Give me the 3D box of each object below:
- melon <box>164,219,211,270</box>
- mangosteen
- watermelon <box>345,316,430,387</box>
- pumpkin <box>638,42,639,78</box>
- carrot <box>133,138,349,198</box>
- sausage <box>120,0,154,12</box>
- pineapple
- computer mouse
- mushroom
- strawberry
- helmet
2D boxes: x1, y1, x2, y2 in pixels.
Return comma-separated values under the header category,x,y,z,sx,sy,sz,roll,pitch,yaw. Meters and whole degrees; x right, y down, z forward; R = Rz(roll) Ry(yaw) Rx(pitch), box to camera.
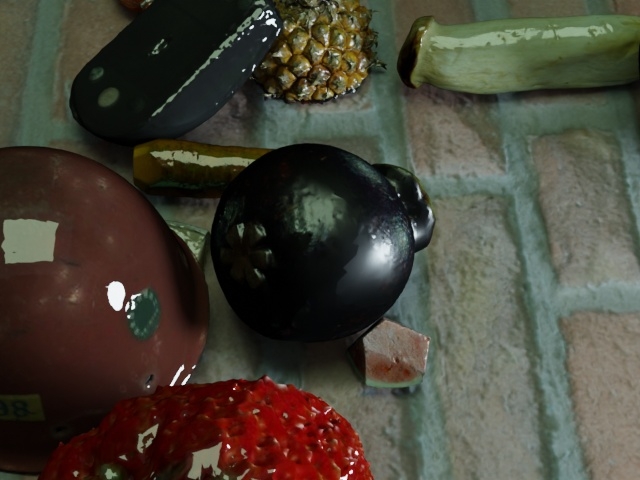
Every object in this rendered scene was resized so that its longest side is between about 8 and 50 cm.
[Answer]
category,x,y,z,sx,sy,sz,roll,pitch,yaw
melon,-0.215,0.013,1.766,0.182,0.054,0.098,15,65,13
mangosteen,0.000,0.000,1.672,0.243,0.243,0.243,0,48,0
watermelon,0.076,0.106,1.663,0.085,0.072,0.092,10,42,-16
pumpkin,0.532,-0.213,1.851,0.315,0.238,0.315,-13,42,12
carrot,-0.086,-0.081,1.826,0.260,0.070,0.070,2,48,0
sausage,-0.257,-0.373,2.086,0.071,0.071,0.234,-18,50,-16
pineapple,-0.010,-0.269,1.951,0.176,0.137,0.161,-10,49,-8
computer mouse,-0.166,-0.205,1.895,0.269,0.100,0.170,-44,50,-7
mushroom,0.249,-0.227,1.941,0.312,0.100,0.081,-1,53,-4
strawberry,-0.088,0.235,1.438,0.312,0.267,0.351,18,26,22
helmet,-0.314,0.030,1.596,0.385,0.230,0.337,10,58,12
